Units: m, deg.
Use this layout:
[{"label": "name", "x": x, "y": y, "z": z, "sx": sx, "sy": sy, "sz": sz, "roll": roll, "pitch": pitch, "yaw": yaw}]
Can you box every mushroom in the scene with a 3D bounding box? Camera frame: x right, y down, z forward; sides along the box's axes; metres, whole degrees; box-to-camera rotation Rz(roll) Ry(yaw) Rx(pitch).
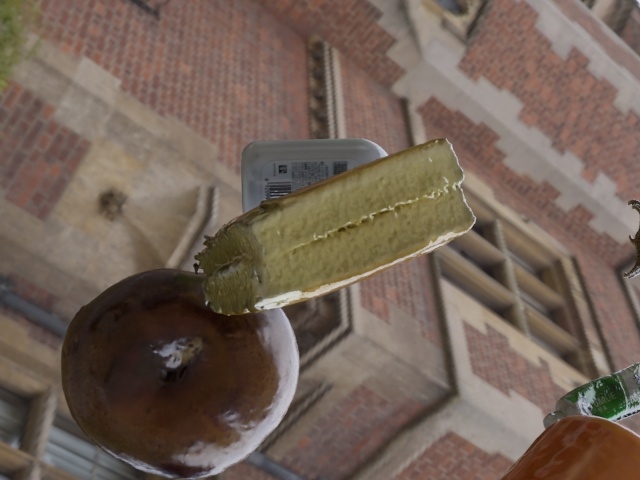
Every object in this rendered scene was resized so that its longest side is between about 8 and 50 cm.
[{"label": "mushroom", "x": -0.159, "y": 0.162, "z": 1.263, "sx": 0.267, "sy": 0.254, "sz": 0.267, "roll": -4, "pitch": -106, "yaw": 14}]

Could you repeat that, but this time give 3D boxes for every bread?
[{"label": "bread", "x": 0.000, "y": 0.000, "z": 1.082, "sx": 0.246, "sy": 0.111, "sz": 0.239, "roll": -20, "pitch": 177, "yaw": -21}]

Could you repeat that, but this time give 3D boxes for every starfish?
[{"label": "starfish", "x": 0.340, "y": 0.004, "z": 1.113, "sx": 0.078, "sy": 0.028, "sz": 0.091, "roll": -67, "pitch": 160, "yaw": -57}]

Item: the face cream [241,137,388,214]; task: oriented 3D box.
[{"label": "face cream", "x": 0.031, "y": -0.082, "z": 1.501, "sx": 0.071, "sy": 0.291, "sz": 0.143, "roll": -104, "pitch": -169, "yaw": -64}]

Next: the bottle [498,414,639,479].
[{"label": "bottle", "x": 0.047, "y": 0.136, "z": 0.337, "sx": 0.187, "sy": 0.069, "sz": 0.069, "roll": -34, "pitch": -166, "yaw": -31}]

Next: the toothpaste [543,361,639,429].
[{"label": "toothpaste", "x": 0.388, "y": 0.204, "z": 1.357, "sx": 0.047, "sy": 0.248, "sz": 0.078, "roll": -47, "pitch": -118, "yaw": 55}]
